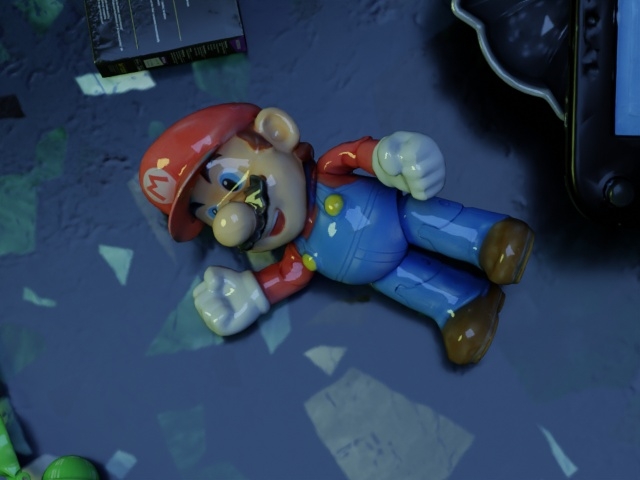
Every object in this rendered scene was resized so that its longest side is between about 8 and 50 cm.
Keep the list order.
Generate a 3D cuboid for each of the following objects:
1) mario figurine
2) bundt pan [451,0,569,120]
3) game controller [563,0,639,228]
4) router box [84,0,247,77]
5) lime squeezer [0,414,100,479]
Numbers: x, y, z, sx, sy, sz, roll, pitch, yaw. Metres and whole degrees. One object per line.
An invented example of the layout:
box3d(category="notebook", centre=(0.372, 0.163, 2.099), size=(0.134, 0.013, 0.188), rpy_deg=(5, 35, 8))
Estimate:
box3d(category="mario figurine", centre=(0.000, 0.000, 1.188), size=(0.320, 0.170, 0.198), rpy_deg=(21, 83, 3))
box3d(category="bundt pan", centre=(0.260, -0.254, 1.227), size=(0.331, 0.124, 0.331), rpy_deg=(0, 95, 2))
box3d(category="game controller", centre=(0.274, -0.168, 1.140), size=(0.166, 0.067, 0.319), rpy_deg=(1, 95, 1))
box3d(category="router box", centre=(-0.146, -0.243, 1.293), size=(0.133, 0.046, 0.179), rpy_deg=(-10, 79, -1))
box3d(category="lime squeezer", centre=(-0.216, 0.171, 1.227), size=(0.310, 0.059, 0.110), rpy_deg=(35, 52, 8))
